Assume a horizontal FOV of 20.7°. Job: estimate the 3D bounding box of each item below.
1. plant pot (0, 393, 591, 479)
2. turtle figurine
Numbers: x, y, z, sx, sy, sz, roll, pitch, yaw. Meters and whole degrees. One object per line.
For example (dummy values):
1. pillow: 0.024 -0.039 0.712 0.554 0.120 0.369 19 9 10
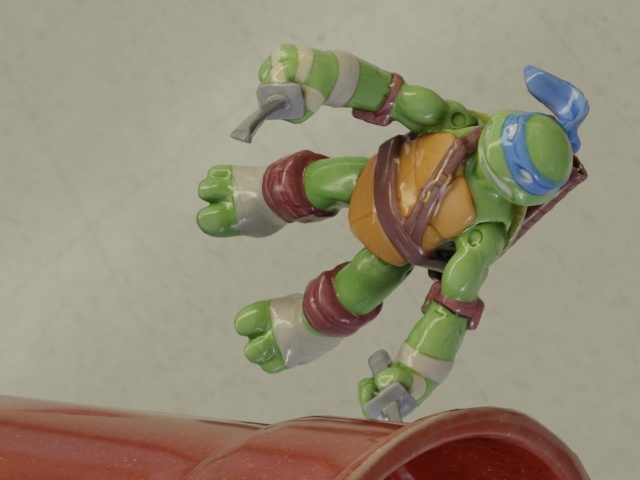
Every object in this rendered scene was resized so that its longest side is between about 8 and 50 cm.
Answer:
1. plant pot: -0.072 0.172 0.620 0.265 0.272 0.272 8 75 35
2. turtle figurine: 0.000 0.000 0.992 0.274 0.198 0.266 -54 16 -29
